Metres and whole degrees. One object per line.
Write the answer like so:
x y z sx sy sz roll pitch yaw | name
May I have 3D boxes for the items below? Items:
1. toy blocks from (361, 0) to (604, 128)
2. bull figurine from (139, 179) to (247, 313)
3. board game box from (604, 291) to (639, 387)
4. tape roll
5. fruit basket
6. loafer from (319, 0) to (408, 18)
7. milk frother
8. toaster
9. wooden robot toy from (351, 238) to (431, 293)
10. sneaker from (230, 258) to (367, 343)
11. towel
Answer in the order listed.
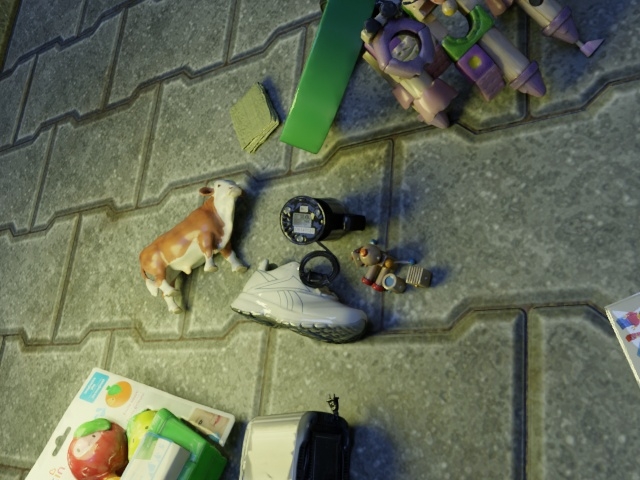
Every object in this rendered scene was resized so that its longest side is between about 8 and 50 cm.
0.243 -0.298 1.033 0.288 0.309 0.260 -44 92 7 | toy blocks
-0.254 0.010 1.411 0.310 0.101 0.188 -36 55 23 | bull figurine
0.479 0.178 0.769 0.193 0.053 0.305 -29 56 26 | board game box
0.013 -0.318 1.213 0.321 0.077 0.321 -160 90 -84 | tape roll
-0.370 0.411 1.227 0.353 0.165 0.327 16 60 21 | fruit basket
0.083 -0.461 1.342 0.223 0.076 0.078 14 74 38 | loafer
0.000 0.000 1.187 0.129 0.135 0.143 24 100 18 | milk frother
-0.042 0.359 1.076 0.146 0.129 0.227 -13 66 38 | toaster
0.094 0.041 1.126 0.173 0.079 0.076 28 91 43 | wooden robot toy
-0.038 0.100 1.196 0.297 0.111 0.129 11 73 40 | sneaker
-0.146 -0.270 1.486 0.110 0.027 0.148 -40 53 21 | towel
